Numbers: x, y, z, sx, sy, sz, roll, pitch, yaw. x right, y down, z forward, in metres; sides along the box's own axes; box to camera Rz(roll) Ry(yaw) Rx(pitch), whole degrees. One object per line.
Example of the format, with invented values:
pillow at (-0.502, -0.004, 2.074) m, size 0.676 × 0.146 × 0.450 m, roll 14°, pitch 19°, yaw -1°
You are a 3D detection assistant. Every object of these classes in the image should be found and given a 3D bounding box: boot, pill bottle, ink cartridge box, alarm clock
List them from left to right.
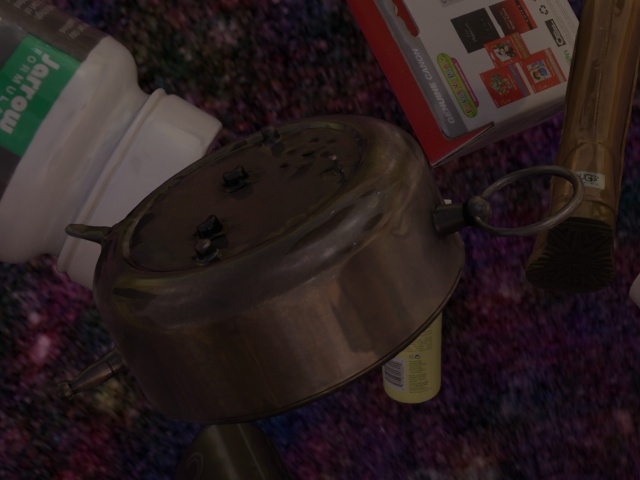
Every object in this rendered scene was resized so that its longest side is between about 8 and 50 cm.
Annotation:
pill bottle at (-0.275, -0.108, 1.177) m, size 0.361 × 0.204 × 0.204 m, roll 29°, pitch 73°, yaw -4°
alarm clock at (0.000, 0.000, 0.523) m, size 0.192 × 0.064 × 0.129 m, roll -12°, pitch 28°, yaw 21°
ink cartridge box at (0.136, -0.258, 1.673) m, size 0.272 × 0.130 × 0.309 m, roll -23°, pitch 83°, yaw -36°
boot at (0.284, -0.101, 1.527) m, size 0.089 × 0.236 × 0.269 m, roll 11°, pitch 68°, yaw 2°

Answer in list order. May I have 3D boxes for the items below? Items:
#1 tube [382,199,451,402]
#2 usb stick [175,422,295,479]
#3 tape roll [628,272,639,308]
tube at (0.090, 0.055, 1.482) m, size 0.070 × 0.240 × 0.062 m, roll -19°, pitch 37°, yaw -19°
usb stick at (-0.008, 0.159, 0.537) m, size 0.278 × 0.045 × 0.077 m, roll -127°, pitch 51°, yaw -61°
tape roll at (0.438, -0.054, 1.302) m, size 0.392 × 0.392 × 0.072 m, roll -40°, pitch 74°, yaw -6°
